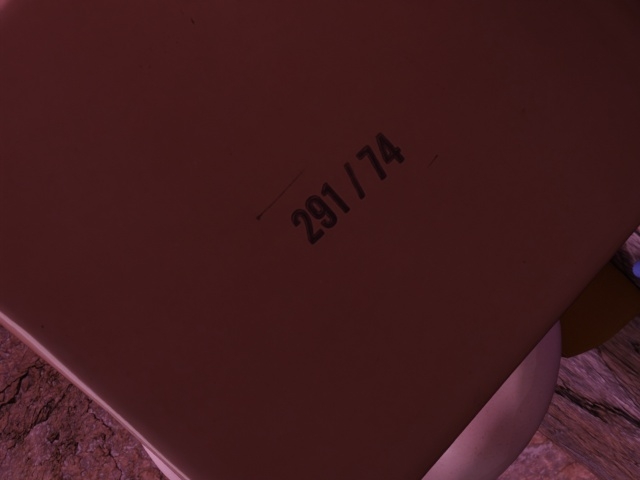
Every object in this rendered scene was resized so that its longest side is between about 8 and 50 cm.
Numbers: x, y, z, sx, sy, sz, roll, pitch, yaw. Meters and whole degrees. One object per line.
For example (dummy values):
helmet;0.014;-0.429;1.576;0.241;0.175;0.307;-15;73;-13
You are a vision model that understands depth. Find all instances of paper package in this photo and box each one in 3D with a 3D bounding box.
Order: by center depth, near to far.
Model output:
paper package;-0.018;-0.050;0.646;0.309;0.325;0.168;43;175;-11

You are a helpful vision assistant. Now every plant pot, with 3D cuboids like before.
plant pot;0.215;0.054;1.092;0.081;0.083;0.081;44;175;-4

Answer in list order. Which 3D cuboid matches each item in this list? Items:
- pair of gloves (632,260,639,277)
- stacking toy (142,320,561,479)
pair of gloves;0.314;0.083;0.922;0.198;0.023;0.159;46;174;-27
stacking toy;0.000;0.000;1.170;0.350;0.350;0.480;45;-162;-28
